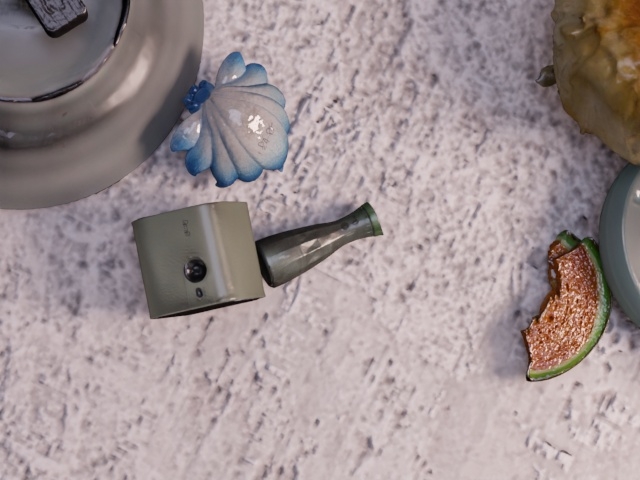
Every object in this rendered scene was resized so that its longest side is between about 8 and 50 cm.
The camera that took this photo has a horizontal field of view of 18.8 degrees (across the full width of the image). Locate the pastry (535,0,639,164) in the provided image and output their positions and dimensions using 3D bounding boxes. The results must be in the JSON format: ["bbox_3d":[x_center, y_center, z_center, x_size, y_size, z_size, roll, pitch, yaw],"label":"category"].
[{"bbox_3d":[0.316,-0.156,1.612,0.257,0.121,0.236,16,61,8],"label":"pastry"}]

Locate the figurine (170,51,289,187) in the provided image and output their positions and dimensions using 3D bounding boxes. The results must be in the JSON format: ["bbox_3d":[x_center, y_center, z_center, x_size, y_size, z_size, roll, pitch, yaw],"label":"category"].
[{"bbox_3d":[-0.065,-0.091,1.605,0.114,0.079,0.114,-7,100,-42],"label":"figurine"}]

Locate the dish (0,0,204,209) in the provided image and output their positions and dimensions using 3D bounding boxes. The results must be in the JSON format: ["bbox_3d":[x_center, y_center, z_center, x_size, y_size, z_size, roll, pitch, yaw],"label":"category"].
[{"bbox_3d":[-0.243,-0.186,1.567,0.316,0.106,0.316,1,84,-7],"label":"dish"}]

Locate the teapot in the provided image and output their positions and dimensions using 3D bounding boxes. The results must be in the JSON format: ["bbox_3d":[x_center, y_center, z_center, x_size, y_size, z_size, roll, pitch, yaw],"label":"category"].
[{"bbox_3d":[0.000,0.000,1.615,0.111,0.043,0.043,-23,88,-13],"label":"teapot"}]

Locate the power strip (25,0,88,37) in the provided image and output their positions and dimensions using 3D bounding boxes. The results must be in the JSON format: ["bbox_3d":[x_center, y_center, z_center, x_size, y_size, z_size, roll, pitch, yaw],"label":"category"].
[{"bbox_3d":[-0.224,-0.212,1.504,0.038,0.029,0.111,-34,90,-7],"label":"power strip"}]

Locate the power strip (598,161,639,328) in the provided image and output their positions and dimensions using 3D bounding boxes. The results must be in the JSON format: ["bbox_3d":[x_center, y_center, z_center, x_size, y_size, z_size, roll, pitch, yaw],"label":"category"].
[{"bbox_3d":[0.305,0.020,1.640,0.137,0.044,0.216,-9,85,-24],"label":"power strip"}]

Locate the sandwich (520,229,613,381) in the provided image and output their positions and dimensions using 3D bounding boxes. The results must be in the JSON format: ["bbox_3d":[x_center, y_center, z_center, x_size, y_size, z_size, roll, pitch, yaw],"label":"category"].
[{"bbox_3d":[0.209,0.062,1.641,0.067,0.029,0.135,24,80,-7],"label":"sandwich"}]

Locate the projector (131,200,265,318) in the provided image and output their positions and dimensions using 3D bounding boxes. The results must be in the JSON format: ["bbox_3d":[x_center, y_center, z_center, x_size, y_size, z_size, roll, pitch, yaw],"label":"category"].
[{"bbox_3d":[-0.098,0.016,1.569,0.083,0.083,0.082,-13,86,21],"label":"projector"}]
